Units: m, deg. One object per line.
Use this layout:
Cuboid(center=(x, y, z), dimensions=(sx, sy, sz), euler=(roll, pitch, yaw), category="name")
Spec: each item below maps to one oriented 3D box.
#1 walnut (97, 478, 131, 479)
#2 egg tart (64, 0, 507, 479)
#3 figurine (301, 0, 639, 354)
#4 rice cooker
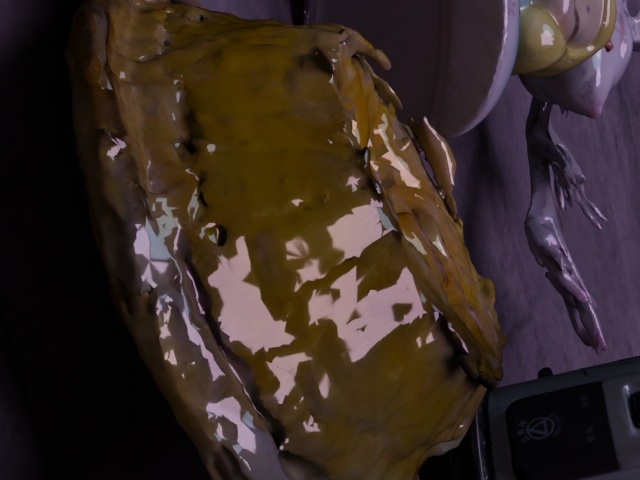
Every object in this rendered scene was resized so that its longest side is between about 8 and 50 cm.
Cuboid(center=(-0.076, 0.181, 0.569), dimensions=(0.155, 0.155, 0.184), euler=(48, 45, -41), category="walnut")
Cuboid(center=(0.000, 0.000, 0.666), dimensions=(0.315, 0.120, 0.315), euler=(56, 17, -28), category="egg tart")
Cuboid(center=(0.147, -0.079, 0.911), dimensions=(0.316, 0.206, 0.284), euler=(-2, 66, -46), category="figurine")
Cuboid(center=(0.185, 0.187, 0.889), dimensions=(0.280, 0.227, 0.241), euler=(-90, 161, -46), category="rice cooker")
